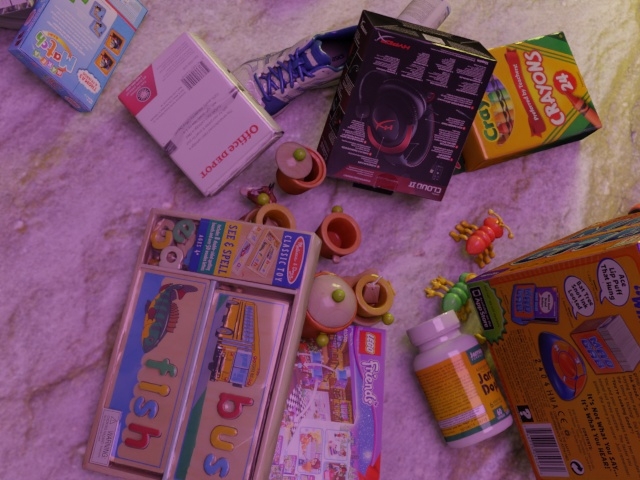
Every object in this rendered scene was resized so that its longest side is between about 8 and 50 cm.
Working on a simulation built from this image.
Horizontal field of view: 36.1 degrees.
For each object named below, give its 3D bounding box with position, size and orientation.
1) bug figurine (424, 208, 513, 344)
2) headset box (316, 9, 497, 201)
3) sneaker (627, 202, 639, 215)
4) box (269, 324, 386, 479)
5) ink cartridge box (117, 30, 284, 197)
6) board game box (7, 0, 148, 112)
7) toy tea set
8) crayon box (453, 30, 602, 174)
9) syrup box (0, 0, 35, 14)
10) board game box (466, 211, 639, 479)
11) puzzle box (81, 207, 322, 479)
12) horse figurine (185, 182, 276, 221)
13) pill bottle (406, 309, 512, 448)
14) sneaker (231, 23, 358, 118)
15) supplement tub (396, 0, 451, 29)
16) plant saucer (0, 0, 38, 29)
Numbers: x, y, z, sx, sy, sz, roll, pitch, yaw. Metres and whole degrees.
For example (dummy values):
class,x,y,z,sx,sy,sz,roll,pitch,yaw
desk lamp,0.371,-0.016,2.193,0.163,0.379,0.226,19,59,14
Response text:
class,x,y,z,sx,sy,sz,roll,pitch,yaw
bug figurine,0.320,0.094,1.707,0.279,0.072,0.216,45,67,-3
headset box,0.132,-0.207,1.640,0.218,0.110,0.293,11,116,-14
sneaker,0.653,0.082,1.800,0.148,0.131,0.350,-7,72,-13
box,-0.003,0.275,1.559,0.201,0.057,0.293,9,73,-16
ink cartridge box,-0.187,-0.200,1.576,0.158,0.092,0.218,-41,89,10
board game box,-0.382,-0.337,1.567,0.160,0.039,0.211,44,60,-42
toy tea set,0.000,0.000,1.541,0.200,0.124,0.336,-25,83,-32
crayon box,0.339,-0.250,1.802,0.319,0.081,0.202,-18,82,-21
syrup box,-0.563,-0.375,1.486,0.237,0.096,0.093,-16,113,-6
board game box,0.522,0.150,1.546,0.356,0.356,0.356,-20,91,-34
puzzle box,-0.171,0.166,1.448,0.272,0.052,0.409,9,77,15
horse figurine,-0.140,0.038,1.571,0.174,0.066,0.263,-3,69,-23
pill bottle,0.222,0.226,1.614,0.118,0.117,0.208,-21,82,-22
sneaker,-0.046,-0.294,1.661,0.296,0.131,0.112,-31,88,-21
supplement tub,0.184,-0.405,1.798,0.071,0.071,0.107,42,67,-4
plant saucer,-0.487,-0.544,1.600,0.400,0.100,0.400,5,74,-18
